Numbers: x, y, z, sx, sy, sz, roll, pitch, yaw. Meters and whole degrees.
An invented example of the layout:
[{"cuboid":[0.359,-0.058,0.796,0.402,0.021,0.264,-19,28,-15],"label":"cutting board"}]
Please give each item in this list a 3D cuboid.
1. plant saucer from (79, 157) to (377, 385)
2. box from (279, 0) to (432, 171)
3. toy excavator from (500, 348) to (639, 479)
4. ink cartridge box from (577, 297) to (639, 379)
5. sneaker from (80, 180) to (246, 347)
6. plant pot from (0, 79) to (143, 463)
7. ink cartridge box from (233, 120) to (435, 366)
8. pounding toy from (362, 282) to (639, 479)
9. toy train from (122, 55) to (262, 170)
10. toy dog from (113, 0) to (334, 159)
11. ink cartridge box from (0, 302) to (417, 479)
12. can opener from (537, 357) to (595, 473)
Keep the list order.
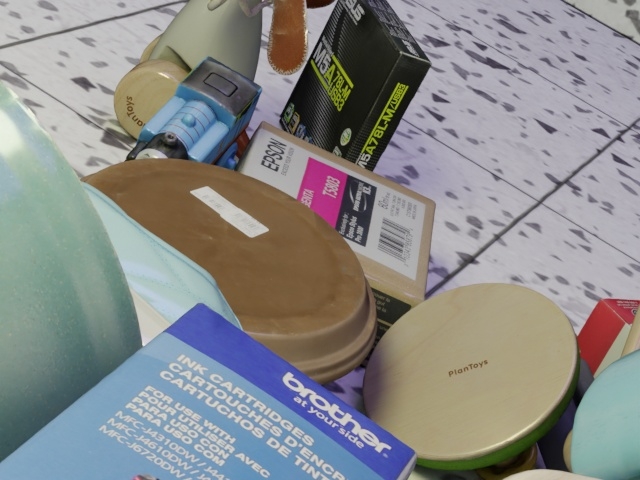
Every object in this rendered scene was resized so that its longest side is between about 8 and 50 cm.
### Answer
[{"cuboid":[-0.082,0.015,1.346,0.278,0.041,0.278,16,29,-9],"label":"plant saucer"},{"cuboid":[0.032,-0.156,1.823,0.045,0.184,0.190,14,27,-25],"label":"box"},{"cuboid":[0.238,0.186,1.181,0.445,0.222,0.432,20,63,-21],"label":"toy excavator"},{"cuboid":[0.316,0.154,1.550,0.128,0.127,0.176,6,31,-41],"label":"ink cartridge box"},{"cuboid":[-0.079,0.091,1.156,0.366,0.135,0.150,48,37,1],"label":"sneaker"},{"cuboid":[-0.271,0.049,1.004,0.293,0.293,0.196,39,51,26],"label":"plant pot"},{"cuboid":[0.000,0.000,1.588,0.193,0.088,0.234,26,24,-6],"label":"ink cartridge box"},{"cuboid":[0.161,0.137,1.425,0.237,0.110,0.183,2,49,28],"label":"pounding toy"},{"cuboid":[-0.125,-0.084,1.568,0.080,0.105,0.184,30,42,7],"label":"toy train"},{"cuboid":[-0.059,-0.195,1.711,0.161,0.334,0.220,41,47,-10],"label":"toy dog"},{"cuboid":[-0.110,0.205,0.809,0.151,0.270,0.395,36,24,8],"label":"ink cartridge box"},{"cuboid":[0.241,0.185,1.427,0.076,0.095,0.283,17,36,-28],"label":"can opener"}]
